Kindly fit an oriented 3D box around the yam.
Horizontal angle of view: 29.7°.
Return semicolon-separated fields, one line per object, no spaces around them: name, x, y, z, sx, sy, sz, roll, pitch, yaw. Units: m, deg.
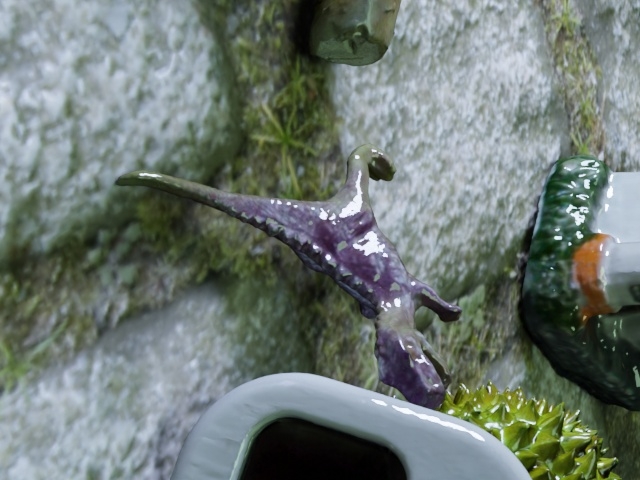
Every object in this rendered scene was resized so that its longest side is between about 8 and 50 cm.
yam;0.050;-0.280;0.902;0.071;0.067;0.317;51;48;-69

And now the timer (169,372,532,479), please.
timer;0.008;0.222;0.745;0.087;0.237;0.262;65;43;-71

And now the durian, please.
durian;0.131;0.233;0.895;0.291;0.224;0.291;16;70;-51

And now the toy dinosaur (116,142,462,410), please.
toy dinosaur;0.004;-0.002;0.836;0.251;0.072;0.200;49;28;-10

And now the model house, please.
model house;0.381;0.041;1.152;0.271;0.300;0.190;43;52;-42
